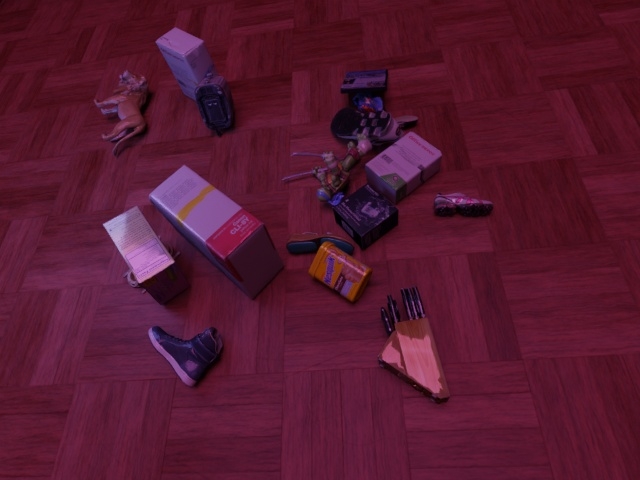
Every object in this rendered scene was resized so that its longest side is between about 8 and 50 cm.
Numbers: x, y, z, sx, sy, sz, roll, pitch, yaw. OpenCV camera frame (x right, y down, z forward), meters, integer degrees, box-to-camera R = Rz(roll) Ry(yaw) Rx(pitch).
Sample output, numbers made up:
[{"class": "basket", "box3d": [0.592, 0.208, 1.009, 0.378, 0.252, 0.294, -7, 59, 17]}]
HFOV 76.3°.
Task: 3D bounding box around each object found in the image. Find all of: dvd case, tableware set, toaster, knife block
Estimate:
[{"class": "dvd case", "box3d": [0.184, -0.652, 1.666, 0.180, 0.022, 0.253, 1, 36, 10]}, {"class": "tableware set", "box3d": [-0.604, 0.078, 1.435, 0.128, 0.039, 0.194, 29, 69, 24]}, {"class": "toaster", "box3d": [-0.430, -0.568, 1.693, 0.128, 0.227, 0.147, -8, 42, 5]}, {"class": "knife block", "box3d": [0.277, 0.272, 1.132, 0.275, 0.088, 0.242, 30, 70, 25]}]

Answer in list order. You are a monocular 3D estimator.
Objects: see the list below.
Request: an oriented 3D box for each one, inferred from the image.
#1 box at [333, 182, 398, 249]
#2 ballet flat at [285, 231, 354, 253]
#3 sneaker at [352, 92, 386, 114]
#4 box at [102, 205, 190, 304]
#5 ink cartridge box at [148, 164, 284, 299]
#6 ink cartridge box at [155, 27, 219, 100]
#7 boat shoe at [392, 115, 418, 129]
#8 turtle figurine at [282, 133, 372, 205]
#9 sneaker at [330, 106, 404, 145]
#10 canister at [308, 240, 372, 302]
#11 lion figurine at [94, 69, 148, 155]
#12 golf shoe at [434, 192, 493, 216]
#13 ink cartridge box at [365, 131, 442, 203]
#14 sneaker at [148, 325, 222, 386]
[{"class": "box", "box3d": [0.151, -0.083, 1.359, 0.158, 0.093, 0.156, -36, 60, -12]}, {"class": "ballet flat", "box3d": [0.000, 0.000, 1.351, 0.231, 0.080, 0.073, 2, 42, 10]}, {"class": "sneaker", "box3d": [0.197, -0.530, 1.619, 0.087, 0.083, 0.221, -31, 43, 5]}, {"class": "box", "box3d": [-0.551, 0.052, 1.309, 0.117, 0.214, 0.243, -33, 70, -18]}, {"class": "ink cartridge box", "box3d": [-0.327, -0.028, 1.305, 0.384, 0.279, 0.160, 35, 71, 26]}, {"class": "ink cartridge box", "box3d": [-0.550, -0.740, 1.760, 0.201, 0.278, 0.117, 34, 71, 25]}, {"class": "boat shoe", "box3d": [0.310, -0.453, 1.575, 0.132, 0.042, 0.049, -10, 39, 5]}, {"class": "turtle figurine", "box3d": [0.033, -0.283, 1.438, 0.274, 0.198, 0.266, 35, 68, 22]}, {"class": "sneaker", "box3d": [0.173, -0.417, 1.549, 0.330, 0.146, 0.123, 28, 94, 47]}, {"class": "canister", "box3d": [0.062, 0.097, 1.260, 0.169, 0.073, 0.126, 32, 107, 22]}, {"class": "lion figurine", "box3d": [-0.856, -0.569, 1.821, 0.239, 0.142, 0.393, -20, 73, -10]}, {"class": "golf shoe", "box3d": [0.470, -0.127, 1.340, 0.185, 0.068, 0.086, 3, 59, 13]}, {"class": "ink cartridge box", "box3d": [0.292, -0.258, 1.433, 0.219, 0.093, 0.160, -36, 61, -11]}, {"class": "sneaker", "box3d": [-0.401, 0.300, 1.233, 0.226, 0.086, 0.163, 40, 85, 17]}]
